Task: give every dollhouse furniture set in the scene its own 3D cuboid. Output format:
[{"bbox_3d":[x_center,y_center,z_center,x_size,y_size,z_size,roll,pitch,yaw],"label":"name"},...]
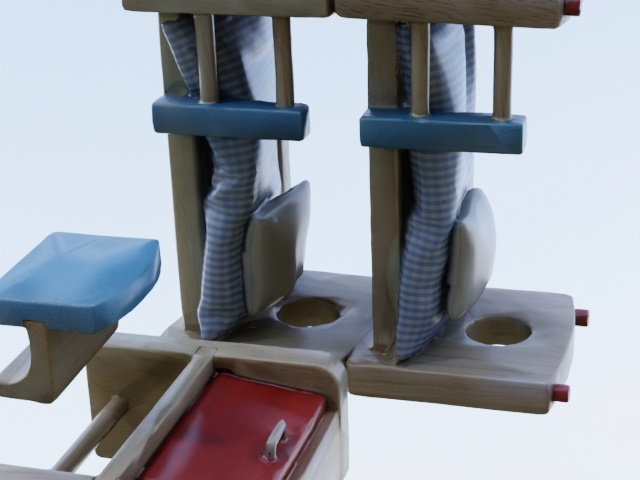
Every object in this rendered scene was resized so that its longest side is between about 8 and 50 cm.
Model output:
[{"bbox_3d":[0.000,0.000,0.392,0.129,0.183,0.129,4,-66,15],"label":"dollhouse furniture set"}]
